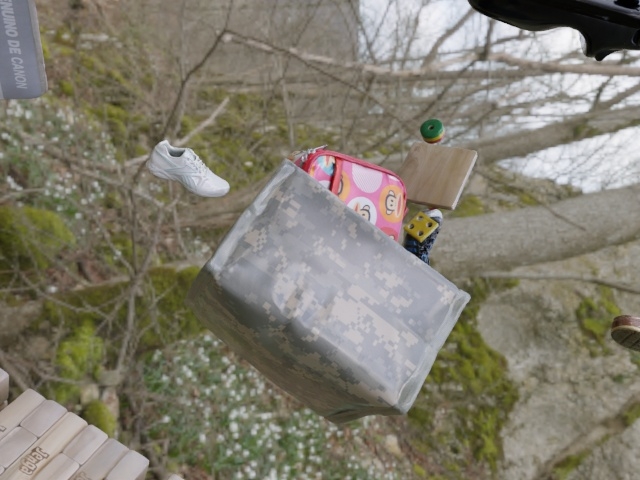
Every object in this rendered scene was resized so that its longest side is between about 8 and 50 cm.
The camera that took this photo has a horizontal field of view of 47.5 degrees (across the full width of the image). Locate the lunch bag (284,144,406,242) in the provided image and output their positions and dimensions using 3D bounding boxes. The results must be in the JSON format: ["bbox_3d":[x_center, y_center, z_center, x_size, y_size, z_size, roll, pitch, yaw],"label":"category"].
[{"bbox_3d":[0.000,0.000,1.193,0.120,0.258,0.293,8,-95,55],"label":"lunch bag"}]

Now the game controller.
[{"bbox_3d":[0.214,-0.246,0.657,0.319,0.166,0.067,-66,180,-56],"label":"game controller"}]

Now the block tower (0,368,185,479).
[{"bbox_3d":[-0.143,0.197,0.476,0.097,0.335,0.091,-48,163,-51],"label":"block tower"}]

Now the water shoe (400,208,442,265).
[{"bbox_3d":[0.200,0.022,1.441,0.203,0.072,0.080,110,-34,-48],"label":"water shoe"}]

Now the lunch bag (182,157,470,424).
[{"bbox_3d":[-0.018,0.076,0.793,0.169,0.235,0.287,-56,-174,-25],"label":"lunch bag"}]

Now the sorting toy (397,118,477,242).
[{"bbox_3d":[0.213,-0.107,1.377,0.275,0.132,0.046,-62,147,-23],"label":"sorting toy"}]

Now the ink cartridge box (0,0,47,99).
[{"bbox_3d":[-0.315,-0.219,0.420,0.309,0.271,0.130,119,-36,-59],"label":"ink cartridge box"}]

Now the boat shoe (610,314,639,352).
[{"bbox_3d":[0.474,0.124,1.007,0.064,0.178,0.060,142,-43,-60],"label":"boat shoe"}]

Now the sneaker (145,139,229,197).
[{"bbox_3d":[-0.228,-0.124,1.280,0.061,0.152,0.054,-60,-165,31],"label":"sneaker"}]
